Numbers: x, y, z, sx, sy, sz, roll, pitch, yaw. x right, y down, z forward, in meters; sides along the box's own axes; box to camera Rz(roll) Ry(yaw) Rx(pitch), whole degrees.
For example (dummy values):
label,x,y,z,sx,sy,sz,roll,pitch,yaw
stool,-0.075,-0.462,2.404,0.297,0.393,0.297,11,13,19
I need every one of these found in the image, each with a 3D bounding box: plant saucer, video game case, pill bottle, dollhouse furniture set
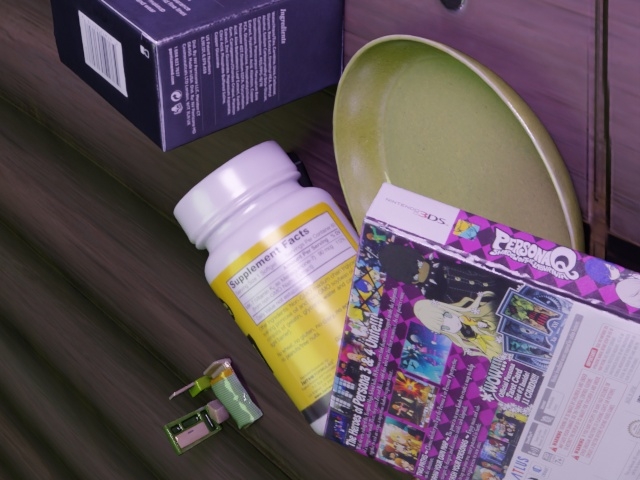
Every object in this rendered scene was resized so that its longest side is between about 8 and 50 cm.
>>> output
label,x,y,z,sx,sy,sz,roll,pitch,yaw
plant saucer,0.095,-0.027,0.857,0.241,0.037,0.241,40,144,37
video game case,0.114,0.087,0.810,0.210,0.042,0.232,20,139,11
pill bottle,-0.013,0.034,0.988,0.208,0.119,0.119,54,152,6
dollhouse furniture set,-0.125,0.187,1.400,0.076,0.058,0.151,59,153,8

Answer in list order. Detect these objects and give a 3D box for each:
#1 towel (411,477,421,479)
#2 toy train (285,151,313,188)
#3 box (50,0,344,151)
label,x,y,z,sx,sy,sz,roll,pitch,yaw
towel,0.118,0.246,1.037,0.197,0.029,0.144,119,135,-58
toy train,0.000,0.000,1.060,0.036,0.027,0.158,-22,93,50
box,-0.090,-0.159,0.933,0.156,0.158,0.093,40,144,39
